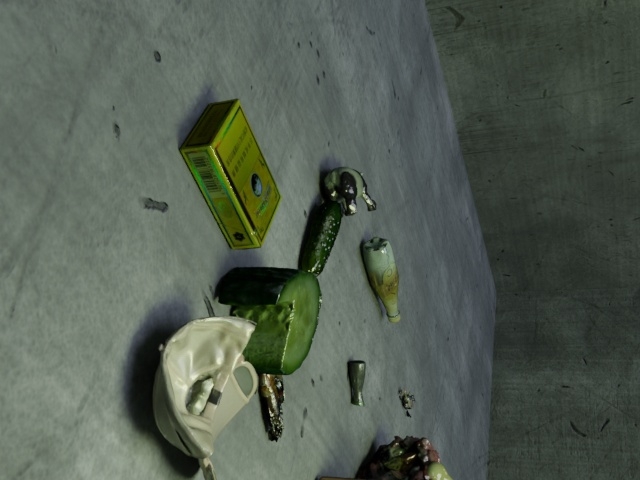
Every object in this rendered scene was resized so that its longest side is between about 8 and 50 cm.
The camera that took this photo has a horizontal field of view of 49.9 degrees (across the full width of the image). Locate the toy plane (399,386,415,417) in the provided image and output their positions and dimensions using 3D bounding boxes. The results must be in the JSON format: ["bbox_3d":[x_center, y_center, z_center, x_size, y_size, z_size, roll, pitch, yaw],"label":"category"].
[{"bbox_3d":[0.266,0.490,2.112,0.049,0.031,0.121,-59,142,-42],"label":"toy plane"}]

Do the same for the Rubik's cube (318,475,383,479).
[{"bbox_3d":[0.150,0.721,1.373,0.344,0.346,0.347,-64,144,-50],"label":"Rubik's cube"}]

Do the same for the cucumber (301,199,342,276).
[{"bbox_3d":[0.000,0.000,1.510,0.069,0.069,0.228,63,36,-44],"label":"cucumber"}]

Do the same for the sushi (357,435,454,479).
[{"bbox_3d":[0.218,0.611,1.719,0.270,0.236,0.171,-41,115,-59],"label":"sushi"}]

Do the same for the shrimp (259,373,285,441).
[{"bbox_3d":[-0.083,0.294,1.289,0.091,0.034,0.161,-15,99,-68],"label":"shrimp"}]

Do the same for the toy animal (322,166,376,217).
[{"bbox_3d":[0.069,-0.118,1.671,0.225,0.093,0.121,-14,90,-66],"label":"toy animal"}]

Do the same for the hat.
[{"bbox_3d":[-0.180,0.238,1.015,0.226,0.164,0.220,119,-7,-45],"label":"hat"}]

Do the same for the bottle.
[{"bbox_3d":[0.178,0.117,1.895,0.083,0.083,0.270,-63,144,-51],"label":"bottle"}]

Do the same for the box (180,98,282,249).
[{"bbox_3d":[-0.145,-0.109,1.174,0.141,0.064,0.220,-71,150,-45],"label":"box"}]

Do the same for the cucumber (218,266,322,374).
[{"bbox_3d":[-0.087,0.133,1.206,0.191,0.130,0.191,-9,100,-63],"label":"cucumber"}]

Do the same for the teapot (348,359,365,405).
[{"bbox_3d":[0.092,0.354,1.698,0.042,0.042,0.111,-5,94,-68],"label":"teapot"}]
